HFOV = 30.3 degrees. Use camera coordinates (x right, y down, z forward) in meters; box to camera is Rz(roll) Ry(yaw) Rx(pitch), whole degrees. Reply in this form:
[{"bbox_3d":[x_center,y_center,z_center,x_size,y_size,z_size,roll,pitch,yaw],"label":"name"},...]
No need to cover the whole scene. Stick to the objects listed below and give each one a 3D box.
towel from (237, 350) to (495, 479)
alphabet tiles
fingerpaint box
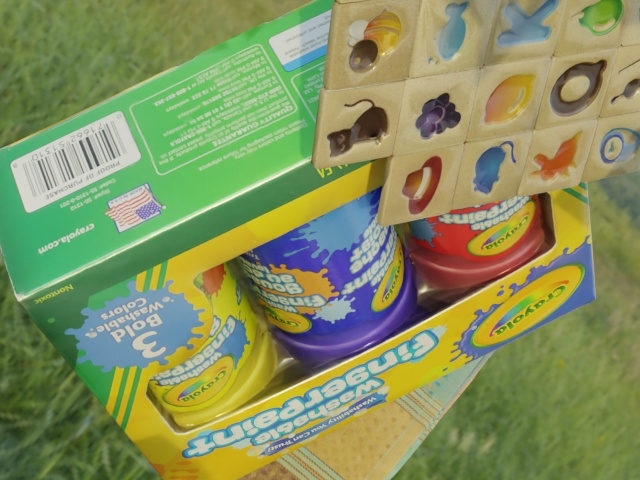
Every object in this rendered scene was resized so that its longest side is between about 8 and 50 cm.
[{"bbox_3d":[0.007,0.157,1.376,0.271,0.370,0.040,41,-31,6],"label":"towel"},{"bbox_3d":[0.155,-0.147,0.771,0.342,0.285,0.011,-12,40,-25],"label":"alphabet tiles"},{"bbox_3d":[0.000,0.000,1.011,0.163,0.445,0.371,62,-5,37],"label":"fingerpaint box"}]
